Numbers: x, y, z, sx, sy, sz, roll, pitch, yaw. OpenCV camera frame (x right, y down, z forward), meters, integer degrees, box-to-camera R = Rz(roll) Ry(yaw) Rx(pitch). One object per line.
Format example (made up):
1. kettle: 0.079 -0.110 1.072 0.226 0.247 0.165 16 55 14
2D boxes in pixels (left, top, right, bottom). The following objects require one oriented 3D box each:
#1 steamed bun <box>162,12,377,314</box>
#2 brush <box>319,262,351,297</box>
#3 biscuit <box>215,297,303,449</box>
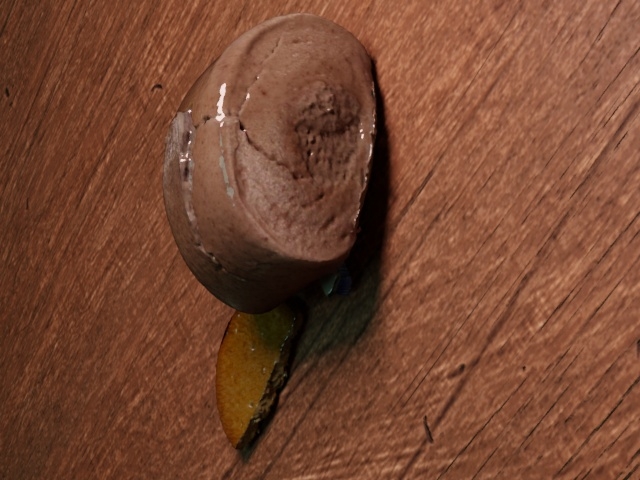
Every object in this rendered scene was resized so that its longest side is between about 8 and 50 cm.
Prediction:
1. steamed bun: -0.079 -0.088 1.657 0.251 0.199 0.301 -24 56 53
2. brush: -0.001 0.000 1.711 0.178 0.030 0.033 -114 36 -50
3. biscuit: -0.079 0.140 1.805 0.126 0.025 0.206 51 126 44
